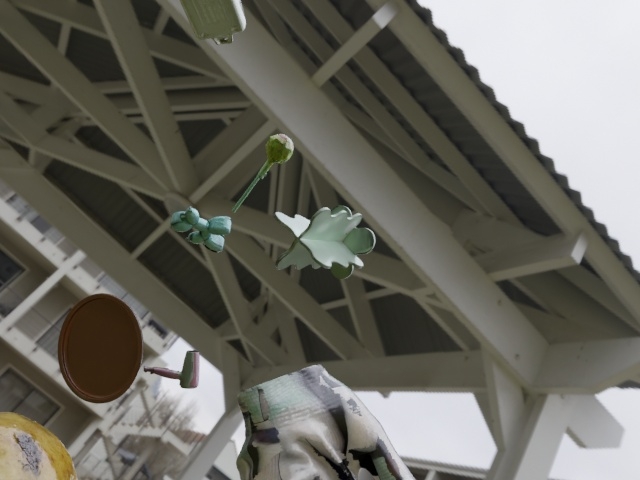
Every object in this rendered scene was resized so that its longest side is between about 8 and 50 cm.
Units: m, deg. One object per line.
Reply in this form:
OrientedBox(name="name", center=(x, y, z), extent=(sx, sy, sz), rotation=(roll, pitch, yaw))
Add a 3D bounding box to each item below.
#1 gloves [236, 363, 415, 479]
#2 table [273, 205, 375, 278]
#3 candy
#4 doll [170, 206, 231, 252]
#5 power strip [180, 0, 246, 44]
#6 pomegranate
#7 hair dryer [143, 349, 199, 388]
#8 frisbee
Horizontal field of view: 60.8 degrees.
OrientedBox(name="gloves", center=(0.011, 0.211, 0.444), extent=(0.111, 0.128, 0.212), rotation=(-30, -108, 28))
OrientedBox(name="table", center=(0.000, 0.000, 1.148), extent=(0.167, 0.166, 0.198), rotation=(20, 8, 28))
OrientedBox(name="candy", center=(-0.125, -0.137, 1.126), extent=(0.058, 0.194, 0.062), rotation=(40, -5, -39))
OrientedBox(name="doll", center=(-0.324, -0.036, 1.473), extent=(0.159, 0.059, 0.159), rotation=(9, -34, -11))
OrientedBox(name="power strip", center=(-0.204, -0.456, 0.881), extent=(0.098, 0.058, 0.338), rotation=(-10, -24, 3))
OrientedBox(name="pomegranate", center=(-0.504, 0.382, 0.807), extent=(0.260, 0.260, 0.260), rotation=(27, -31, 18))
OrientedBox(name="hair dryer", center=(-0.421, 0.366, 1.544), extent=(0.154, 0.106, 0.054), rotation=(3, -2, -16))
OrientedBox(name="frisbee", center=(-0.506, 0.246, 1.254), extent=(0.251, 0.250, 0.021), rotation=(24, 4, 24))
